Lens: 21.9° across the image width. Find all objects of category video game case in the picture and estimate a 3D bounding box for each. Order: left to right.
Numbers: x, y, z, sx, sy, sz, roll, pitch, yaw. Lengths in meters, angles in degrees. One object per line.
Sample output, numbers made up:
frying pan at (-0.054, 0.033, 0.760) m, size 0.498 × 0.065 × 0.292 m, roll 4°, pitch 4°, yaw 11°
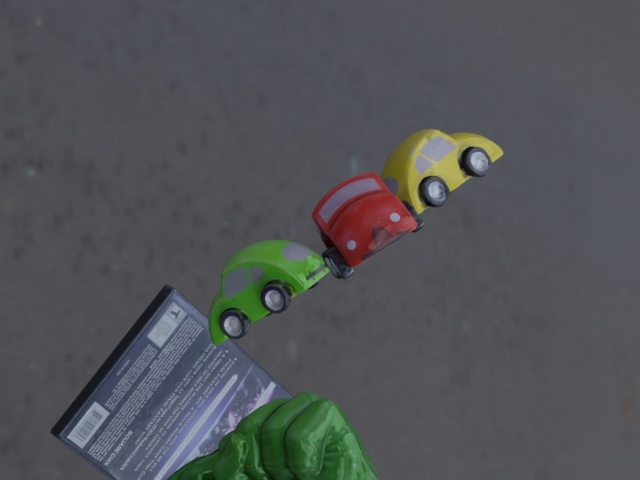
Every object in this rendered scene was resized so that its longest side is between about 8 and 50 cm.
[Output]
video game case at (-0.137, 0.202, 1.785) m, size 0.196 × 0.026 × 0.274 m, roll -52°, pitch 127°, yaw -11°

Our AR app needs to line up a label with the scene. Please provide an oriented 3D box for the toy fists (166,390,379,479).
toy fists at (-0.057, 0.233, 1.445) m, size 0.096 × 0.279 × 0.142 m, roll -15°, pitch 71°, yaw -43°

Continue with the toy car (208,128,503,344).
toy car at (0.000, 0.000, 1.130) m, size 0.053 × 0.225 × 0.239 m, roll 57°, pitch 28°, yaw -1°
